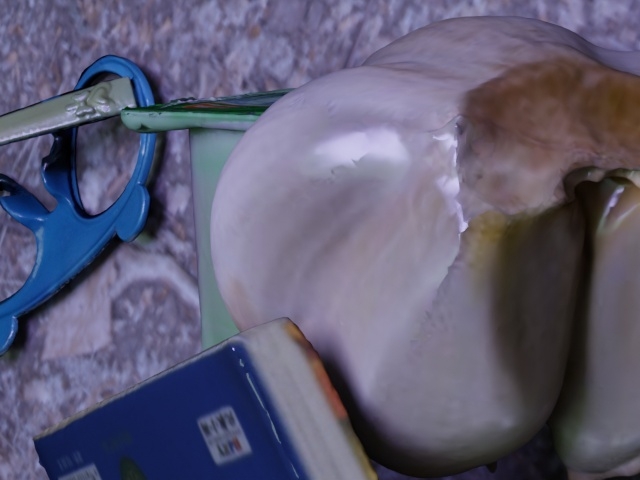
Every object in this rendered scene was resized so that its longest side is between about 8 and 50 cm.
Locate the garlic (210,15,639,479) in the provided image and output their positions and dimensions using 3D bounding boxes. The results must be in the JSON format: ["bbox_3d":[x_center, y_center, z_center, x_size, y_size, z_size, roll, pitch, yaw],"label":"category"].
[{"bbox_3d":[0.095,0.008,0.728,0.184,0.281,0.203,-103,16,-51],"label":"garlic"}]

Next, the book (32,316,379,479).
[{"bbox_3d":[0.016,0.252,0.764,0.428,0.039,0.300,64,153,1],"label":"book"}]

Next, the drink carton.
[{"bbox_3d":[0.000,0.000,0.871,0.146,0.144,0.142,3,101,44],"label":"drink carton"}]

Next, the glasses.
[{"bbox_3d":[-0.217,-0.053,1.067,0.239,0.207,0.102,-35,30,36],"label":"glasses"}]
